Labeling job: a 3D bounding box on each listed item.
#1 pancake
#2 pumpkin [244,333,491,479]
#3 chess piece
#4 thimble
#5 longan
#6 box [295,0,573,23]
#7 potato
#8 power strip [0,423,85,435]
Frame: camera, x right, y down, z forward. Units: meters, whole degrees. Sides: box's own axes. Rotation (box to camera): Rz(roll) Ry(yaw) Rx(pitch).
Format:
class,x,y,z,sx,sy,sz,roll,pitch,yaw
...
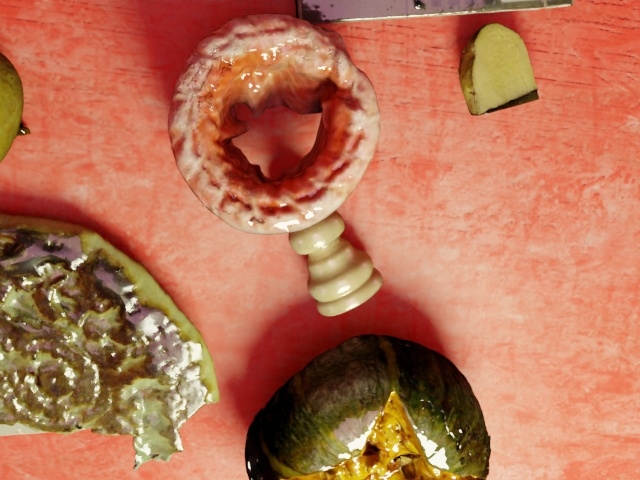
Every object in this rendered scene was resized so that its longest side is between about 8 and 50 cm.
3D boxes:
class,x,y,z,sx,sy,sz,roll,pitch,yaw
pancake,-0.327,0.123,1.157,0.427,0.067,0.304,13,105,-10
pumpkin,0.069,0.276,1.207,0.321,0.192,0.320,-2,109,-6
chess piece,0.000,0.000,1.155,0.094,0.094,0.170,-28,103,4
thimble,-0.054,-0.128,1.026,0.239,0.162,0.239,0,89,-3
longan,-0.394,-0.143,1.027,0.155,0.176,0.145,-34,70,29
box,0.129,-0.346,1.051,0.325,0.047,0.180,-6,111,-5
potato,0.202,-0.206,1.107,0.096,0.066,0.103,-17,104,-26
power strip,-0.391,0.214,1.211,0.192,0.035,0.081,-3,110,-6
